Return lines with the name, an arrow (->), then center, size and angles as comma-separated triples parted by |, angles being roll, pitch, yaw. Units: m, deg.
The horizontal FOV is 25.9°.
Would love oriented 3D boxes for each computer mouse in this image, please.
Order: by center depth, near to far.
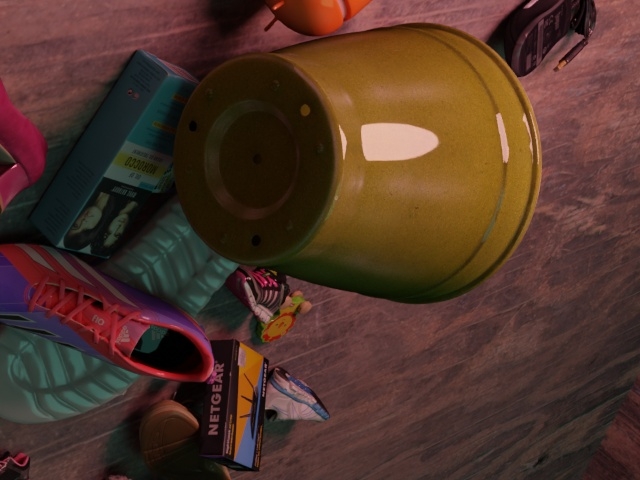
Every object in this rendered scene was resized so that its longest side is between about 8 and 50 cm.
computer mouse -> 0.354, -0.326, 2.189 | 0.262, 0.060, 0.184 | -48, 149, -27

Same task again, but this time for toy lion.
toy lion -> -0.067, 0.119, 2.162 | 0.096, 0.034, 0.100 | -48, 152, 13

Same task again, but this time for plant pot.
plant pot -> 0.020, -0.093, 1.667 | 0.353, 0.366, 0.366 | -4, 128, -54

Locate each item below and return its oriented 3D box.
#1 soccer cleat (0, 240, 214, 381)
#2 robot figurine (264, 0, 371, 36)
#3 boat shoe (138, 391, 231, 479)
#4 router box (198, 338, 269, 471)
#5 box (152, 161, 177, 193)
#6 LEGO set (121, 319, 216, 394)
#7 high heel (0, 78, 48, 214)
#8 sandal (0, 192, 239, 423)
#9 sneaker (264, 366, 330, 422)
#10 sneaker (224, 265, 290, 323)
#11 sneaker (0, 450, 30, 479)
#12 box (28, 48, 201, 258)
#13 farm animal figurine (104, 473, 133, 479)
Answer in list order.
soccer cleat -> -0.267, 0.088, 1.632 | 0.318, 0.116, 0.108 | 24, 93, -27
robot figurine -> 0.018, -0.330, 1.642 | 0.219, 0.158, 0.128 | -43, 134, -12
boat shoe -> -0.215, 0.312, 2.141 | 0.105, 0.089, 0.285 | -19, 144, -1
router box -> -0.130, 0.252, 2.108 | 0.133, 0.046, 0.179 | 40, 50, -61
box -> -0.168, -0.121, 1.734 | 0.094, 0.027, 0.137 | 2, 124, -53
LEGO set -> -0.215, 0.170, 1.945 | 0.227, 0.093, 0.087 | -9, 131, -50
high heel -> -0.337, -0.147, 1.446 | 0.117, 0.082, 0.244 | -62, 152, -43
sandal -> -0.254, 0.081, 1.762 | 0.416, 0.102, 0.169 | -37, 111, -12
sneaker -> -0.053, 0.275, 2.335 | 0.083, 0.071, 0.191 | -44, 143, 3
sneaker -> -0.088, 0.064, 2.031 | 0.075, 0.063, 0.170 | -46, 156, -6
sneaker -> -0.435, 0.310, 1.870 | 0.119, 0.047, 0.057 | 3, 103, -57
box -> -0.233, -0.099, 1.637 | 0.244, 0.060, 0.100 | -56, 151, 10
farm animal figurine -> -0.180, 0.505, 2.164 | 0.172, 0.327, 0.330 | -45, 154, -19
